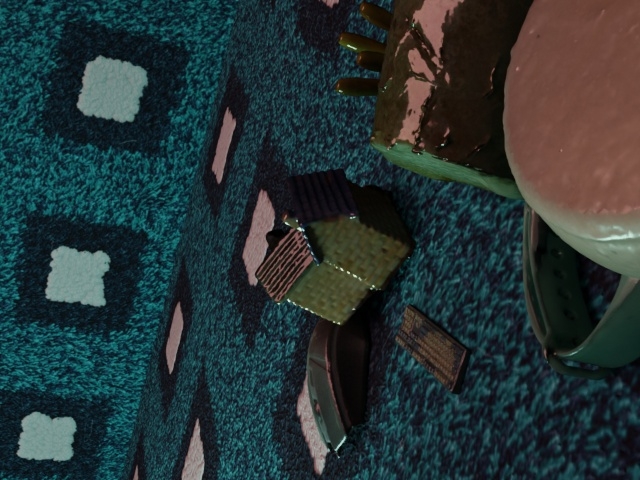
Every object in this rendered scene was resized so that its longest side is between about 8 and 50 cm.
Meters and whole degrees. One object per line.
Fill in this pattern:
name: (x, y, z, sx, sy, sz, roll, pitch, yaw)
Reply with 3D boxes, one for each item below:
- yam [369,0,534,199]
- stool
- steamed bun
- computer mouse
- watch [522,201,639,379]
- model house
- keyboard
yam: (0.159, -0.202, 0.872, 0.195, 0.195, 0.300, -155, 75, -71)
stool: (0.090, -0.263, 1.233, 0.135, 0.111, 0.134, -113, 36, -61)
steamed bun: (0.256, -0.103, 0.529, 0.283, 0.177, 0.283, -39, 41, 45)
computer mouse: (0.015, 0.199, 1.269, 0.126, 0.071, 0.231, 145, 132, -65)
watch: (0.236, -0.006, 0.720, 0.195, 0.068, 0.237, 147, 132, -67)
model house: (0.000, 0.000, 1.204, 0.183, 0.172, 0.166, -56, 28, 21)
keyboard: (0.133, 0.128, 1.046, 0.176, 0.014, 0.055, -140, 65, -69)
